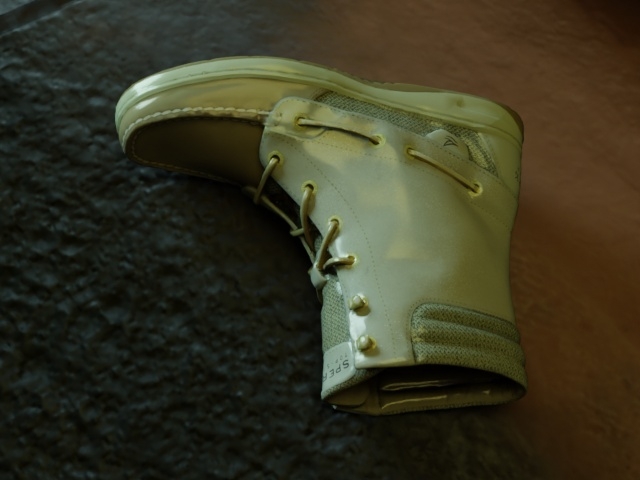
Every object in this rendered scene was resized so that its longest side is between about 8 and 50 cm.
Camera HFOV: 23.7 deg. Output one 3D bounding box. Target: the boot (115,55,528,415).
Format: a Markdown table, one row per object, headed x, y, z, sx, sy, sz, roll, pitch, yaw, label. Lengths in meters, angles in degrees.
| x | y | z | sx | sy | sz | roll | pitch | yaw | label |
| --- | --- | --- | --- | --- | --- | --- | --- | --- | --- |
| 0.000 | 0.000 | 0.757 | 0.213 | 0.077 | 0.165 | 6 | 63 | -9 | boot |
